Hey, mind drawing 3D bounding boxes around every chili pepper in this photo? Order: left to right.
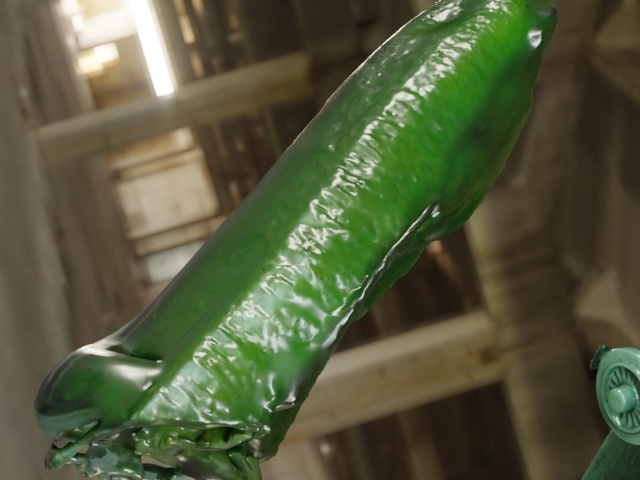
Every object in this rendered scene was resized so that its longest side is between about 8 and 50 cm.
[{"bbox_3d":[0.002,0.002,0.593,0.062,0.216,0.108,41,-16,8],"label":"chili pepper"}]

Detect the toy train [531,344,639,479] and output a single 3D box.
[{"bbox_3d":[0.144,0.105,0.789,0.099,0.070,0.172,57,-36,33],"label":"toy train"}]
